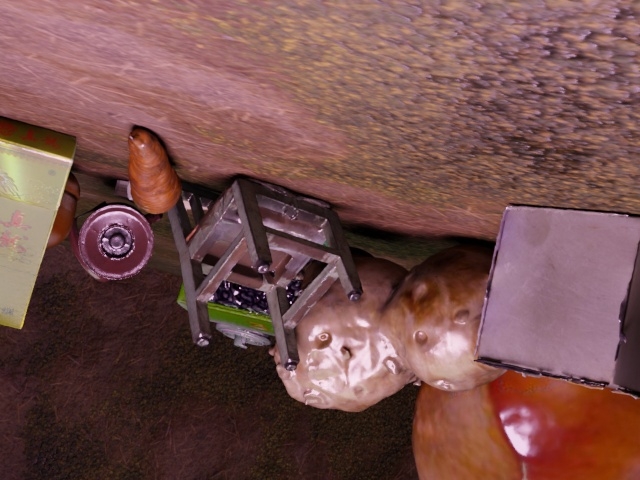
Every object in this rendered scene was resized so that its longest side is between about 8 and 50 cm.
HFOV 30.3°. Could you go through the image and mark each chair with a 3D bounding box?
[{"bbox_3d":[-0.071,-0.008,1.317,0.136,0.147,0.270,20,-145,-30],"label":"chair"}]

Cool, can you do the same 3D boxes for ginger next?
[{"bbox_3d":[0.106,0.087,1.362,0.375,0.176,0.256,-6,-155,40],"label":"ginger"}]

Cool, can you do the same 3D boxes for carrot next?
[{"bbox_3d":[-0.172,-0.077,1.201,0.057,0.057,0.224,13,168,-2],"label":"carrot"}]

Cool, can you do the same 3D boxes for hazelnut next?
[{"bbox_3d":[0.295,0.233,1.493,0.365,0.366,0.366,13,174,1],"label":"hazelnut"}]

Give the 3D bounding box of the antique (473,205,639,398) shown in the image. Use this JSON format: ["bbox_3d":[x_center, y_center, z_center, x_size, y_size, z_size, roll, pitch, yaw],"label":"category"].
[{"bbox_3d":[0.244,0.060,1.052,0.146,0.152,0.148,8,174,43],"label":"antique"}]

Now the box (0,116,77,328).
[{"bbox_3d":[-0.392,-0.021,1.338,0.173,0.043,0.311,15,136,-15],"label":"box"}]

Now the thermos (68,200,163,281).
[{"bbox_3d":[-0.267,-0.007,1.585,0.124,0.099,0.232,-29,-173,-5],"label":"thermos"}]

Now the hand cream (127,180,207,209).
[{"bbox_3d":[-0.181,-0.053,1.465,0.061,0.039,0.143,8,177,36],"label":"hand cream"}]

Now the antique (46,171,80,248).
[{"bbox_3d":[-0.430,-0.062,1.462,0.278,0.129,0.223,21,170,-39],"label":"antique"}]

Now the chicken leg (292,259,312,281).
[{"bbox_3d":[-0.091,0.006,1.605,0.125,0.080,0.196,16,178,-31],"label":"chicken leg"}]

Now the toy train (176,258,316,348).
[{"bbox_3d":[-0.063,0.085,1.884,0.307,0.173,0.249,12,165,13],"label":"toy train"}]

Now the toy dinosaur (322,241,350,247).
[{"bbox_3d":[0.000,0.000,1.605,0.083,0.021,0.062,17,173,-43],"label":"toy dinosaur"}]

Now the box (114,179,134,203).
[{"bbox_3d":[-0.220,-0.058,1.545,0.083,0.024,0.054,11,172,27],"label":"box"}]
